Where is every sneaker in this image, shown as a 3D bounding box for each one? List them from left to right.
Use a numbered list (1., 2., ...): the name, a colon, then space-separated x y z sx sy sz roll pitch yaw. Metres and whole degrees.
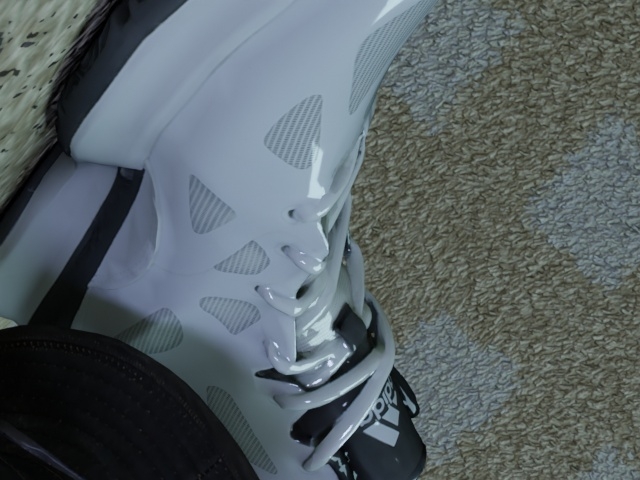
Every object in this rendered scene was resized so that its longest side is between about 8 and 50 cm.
1. sneaker: 0.000 -0.001 0.498 0.447 0.257 0.169 -38 -167 53

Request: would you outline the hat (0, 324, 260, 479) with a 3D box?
1. hat: -0.161 0.159 0.370 0.331 0.331 0.134 -50 149 -13
